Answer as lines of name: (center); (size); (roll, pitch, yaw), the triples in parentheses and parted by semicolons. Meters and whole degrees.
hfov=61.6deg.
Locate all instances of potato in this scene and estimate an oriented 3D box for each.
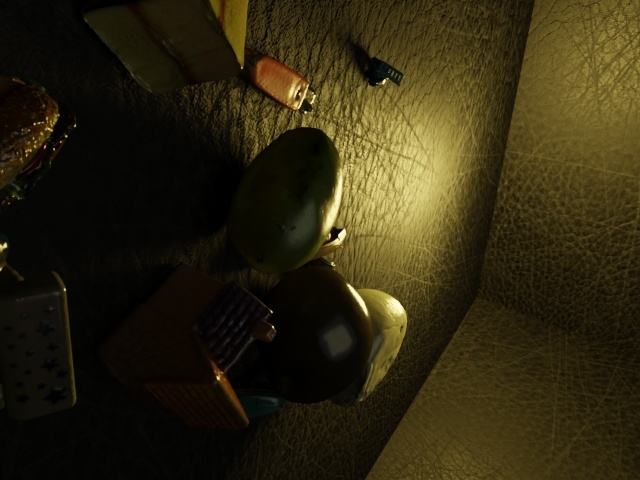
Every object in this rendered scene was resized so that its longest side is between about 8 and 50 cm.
potato: (-0.066, -0.079, 1.051); (0.216, 0.216, 0.304); (43, 61, -61)

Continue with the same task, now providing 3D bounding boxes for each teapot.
teapot: (0.001, 0.063, 1.436); (0.057, 0.066, 0.088); (-55, 180, 15)

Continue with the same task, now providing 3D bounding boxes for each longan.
longan: (-0.015, 0.229, 1.280); (0.288, 0.288, 0.350); (-35, 131, -47)

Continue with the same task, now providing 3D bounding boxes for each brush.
brush: (-0.095, -0.308, 1.004); (0.070, 0.051, 0.323); (-65, 156, 7)

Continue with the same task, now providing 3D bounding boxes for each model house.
model house: (-0.207, 0.203, 0.954); (0.237, 0.237, 0.202); (-50, 146, -32)

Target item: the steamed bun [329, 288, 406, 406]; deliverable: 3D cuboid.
steamed bun: (0.098, 0.294, 1.584); (0.312, 0.233, 0.333); (-25, 139, -56)

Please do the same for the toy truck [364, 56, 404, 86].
toy truck: (0.162, -0.416, 1.342); (0.056, 0.090, 0.073); (-65, 153, -6)

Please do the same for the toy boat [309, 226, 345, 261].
toy boat: (0.000, 0.000, 1.381); (0.206, 0.064, 0.072); (-22, 113, -55)

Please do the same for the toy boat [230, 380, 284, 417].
toy boat: (-0.160, 0.378, 1.330); (0.175, 0.110, 0.091); (3, 111, -18)

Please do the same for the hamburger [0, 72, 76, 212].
hamburger: (-0.351, -0.111, 0.578); (0.166, 0.137, 0.087); (-62, 175, -24)

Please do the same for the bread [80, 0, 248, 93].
bread: (-0.204, -0.365, 0.772); (0.167, 0.163, 0.264); (58, 27, -56)

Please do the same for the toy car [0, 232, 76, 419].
toy car: (-0.437, 0.128, 0.495); (0.336, 0.226, 0.242); (-30, 134, -53)
